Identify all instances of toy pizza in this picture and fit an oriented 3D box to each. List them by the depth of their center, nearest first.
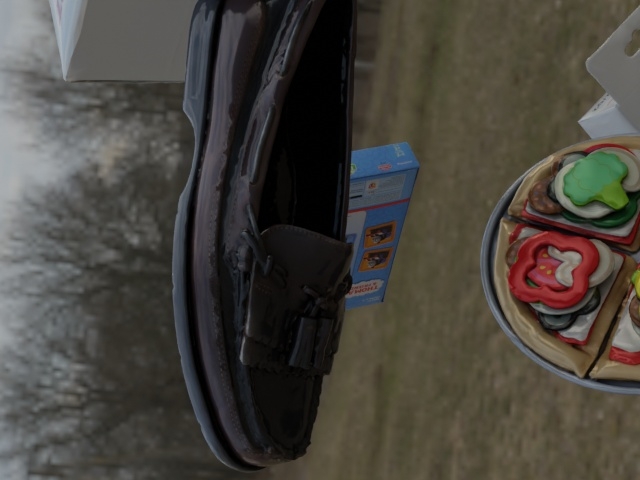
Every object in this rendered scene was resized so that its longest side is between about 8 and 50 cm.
[{"bbox_3d":[0.202,0.005,0.922,0.032,0.201,0.201,73,-164,-54],"label":"toy pizza"}]

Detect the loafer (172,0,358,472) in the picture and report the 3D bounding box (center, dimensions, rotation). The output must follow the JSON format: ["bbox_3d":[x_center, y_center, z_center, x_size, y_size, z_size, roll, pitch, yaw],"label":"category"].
[{"bbox_3d":[-0.023,-0.017,0.859,0.109,0.095,0.302,13,-108,-55],"label":"loafer"}]

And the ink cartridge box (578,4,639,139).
[{"bbox_3d":[0.269,-0.088,1.077,0.104,0.181,0.061,-45,8,-19],"label":"ink cartridge box"}]

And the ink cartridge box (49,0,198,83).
[{"bbox_3d":[-0.117,-0.339,1.005,0.279,0.160,0.385,116,144,-52],"label":"ink cartridge box"}]

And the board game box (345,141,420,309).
[{"bbox_3d":[0.000,0.000,1.411,0.211,0.160,0.039,101,152,-49],"label":"board game box"}]
